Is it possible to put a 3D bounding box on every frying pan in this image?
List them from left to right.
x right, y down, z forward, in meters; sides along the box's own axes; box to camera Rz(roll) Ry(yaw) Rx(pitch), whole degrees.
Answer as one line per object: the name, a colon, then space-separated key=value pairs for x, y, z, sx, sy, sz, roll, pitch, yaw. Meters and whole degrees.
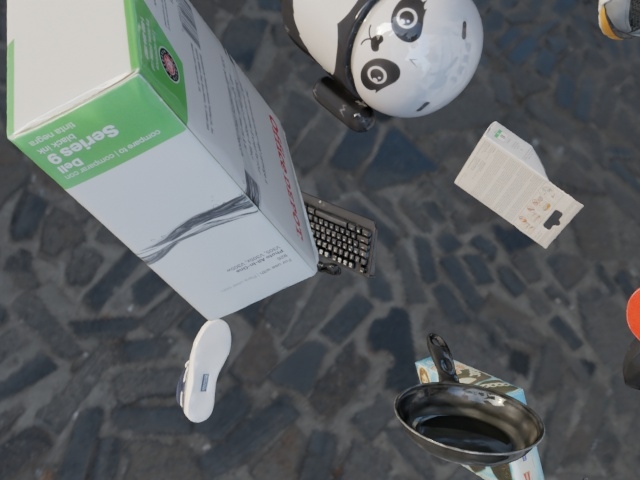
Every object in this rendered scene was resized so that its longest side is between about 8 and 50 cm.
frying pan: x=0.162 y=0.218 z=1.459 sx=0.197 sy=0.053 sz=0.326 roll=-3 pitch=20 yaw=-29

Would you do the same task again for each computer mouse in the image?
computer mouse: x=0.365 y=0.064 z=1.033 sx=0.041 sy=0.242 sz=0.071 roll=42 pitch=38 yaw=9

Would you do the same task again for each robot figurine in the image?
robot figurine: x=0.062 y=-0.258 z=1.250 sx=0.173 sy=0.209 sz=0.278 roll=-33 pitch=50 yaw=-13

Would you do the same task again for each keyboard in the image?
keyboard: x=0.000 y=0.000 z=1.413 sx=0.180 sy=0.108 sz=0.023 roll=24 pitch=33 yaw=37

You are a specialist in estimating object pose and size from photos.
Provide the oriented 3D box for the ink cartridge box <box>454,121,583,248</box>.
ink cartridge box: x=0.382 y=-0.104 z=2.054 sx=0.224 sy=0.181 sz=0.056 roll=34 pitch=61 yaw=5

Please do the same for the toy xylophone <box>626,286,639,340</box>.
toy xylophone: x=0.282 y=0.009 z=0.516 sx=0.236 sy=0.323 sz=0.081 roll=34 pitch=34 yaw=29

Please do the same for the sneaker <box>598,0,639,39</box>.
sneaker: x=0.323 y=-0.211 z=0.963 sx=0.214 sy=0.083 sz=0.084 roll=1 pitch=104 yaw=-44

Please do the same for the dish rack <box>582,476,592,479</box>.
dish rack: x=0.428 y=0.513 z=1.807 sx=0.271 sy=0.074 sz=0.208 roll=18 pitch=84 yaw=-61

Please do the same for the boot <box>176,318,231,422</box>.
boot: x=-0.216 y=0.220 z=1.912 sx=0.069 sy=0.086 sz=0.190 roll=12 pitch=98 yaw=-29

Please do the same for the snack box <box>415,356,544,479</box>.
snack box: x=0.278 y=0.323 z=1.915 sx=0.060 sy=0.322 sz=0.187 roll=-18 pitch=100 yaw=-17

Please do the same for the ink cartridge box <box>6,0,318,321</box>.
ink cartridge box: x=-0.131 y=-0.095 z=0.925 sx=0.289 sy=0.121 sz=0.211 roll=51 pitch=19 yaw=-46
